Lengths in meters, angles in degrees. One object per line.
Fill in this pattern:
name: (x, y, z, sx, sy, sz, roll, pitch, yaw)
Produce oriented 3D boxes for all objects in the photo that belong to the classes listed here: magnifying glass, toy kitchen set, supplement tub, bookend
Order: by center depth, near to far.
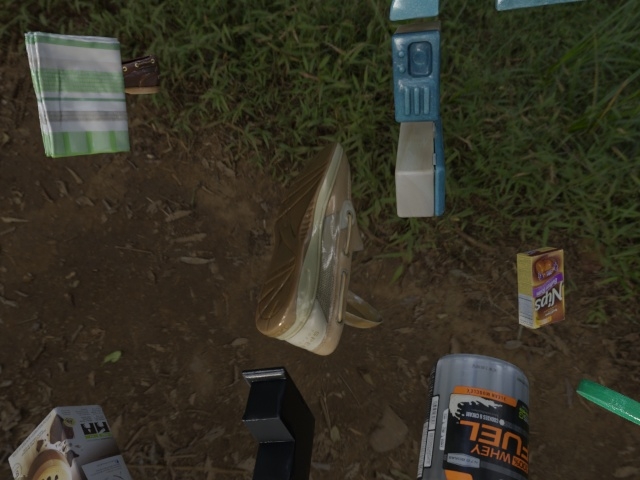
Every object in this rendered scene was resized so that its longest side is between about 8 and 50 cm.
toy kitchen set: (0.149, -0.138, 0.415, 0.166, 0.207, 0.122, 0, 39, 14)
magnifying glass: (0.412, 0.222, 0.533, 0.092, 0.231, 0.026, 33, 82, -36)
bookend: (-0.071, 0.301, 0.695, 0.073, 0.156, 0.157, -10, 39, 15)
supplement tub: (0.289, 0.394, 0.883, 0.194, 0.193, 0.315, 14, 58, 4)

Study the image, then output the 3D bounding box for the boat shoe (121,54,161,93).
boat shoe: (-0.396, -0.305, 0.853, 0.207, 0.073, 0.073, -21, 42, -37)

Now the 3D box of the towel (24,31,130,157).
towel: (-0.310, -0.189, 0.613, 0.113, 0.023, 0.151, -16, 113, -41)

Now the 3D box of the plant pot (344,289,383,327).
plant pot: (0.023, 0.124, 1.000, 0.237, 0.236, 0.032, 29, 97, 6)

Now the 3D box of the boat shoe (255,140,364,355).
boat shoe: (0.000, 0.000, 0.690, 0.110, 0.122, 0.340, 31, 53, -25)

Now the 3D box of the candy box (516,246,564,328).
candy box: (0.555, 0.117, 1.175, 0.109, 0.053, 0.186, -11, 102, -22)

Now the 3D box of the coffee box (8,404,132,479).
coffee box: (-0.495, 0.512, 0.953, 0.168, 0.119, 0.297, -47, 61, 8)
